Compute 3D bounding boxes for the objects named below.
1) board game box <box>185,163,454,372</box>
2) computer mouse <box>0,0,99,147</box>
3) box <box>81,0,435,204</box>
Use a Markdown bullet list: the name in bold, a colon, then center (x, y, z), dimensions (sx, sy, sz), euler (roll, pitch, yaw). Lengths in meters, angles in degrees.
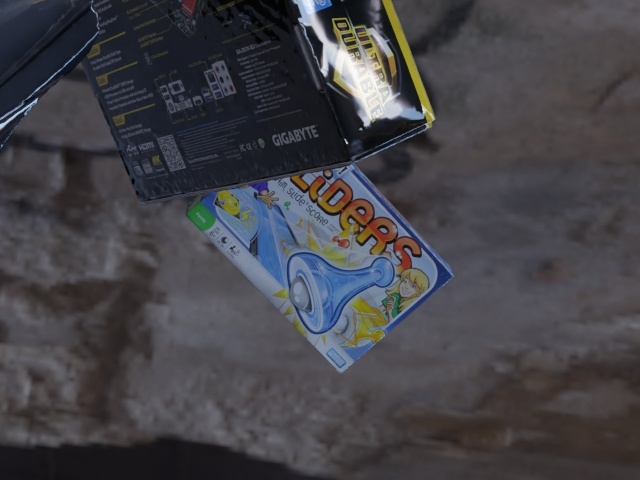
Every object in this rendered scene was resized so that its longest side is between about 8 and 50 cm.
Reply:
- **board game box**: center (0.000, 0.000, 1.300), dimensions (0.136, 0.201, 0.035), euler (-42, -166, 9)
- **computer mouse**: center (-0.182, -0.130, 0.695), dimensions (0.262, 0.184, 0.060), euler (-39, 168, 13)
- **box**: center (-0.080, -0.165, 1.034), dimensions (0.322, 0.079, 0.257), euler (-8, -75, 59)
